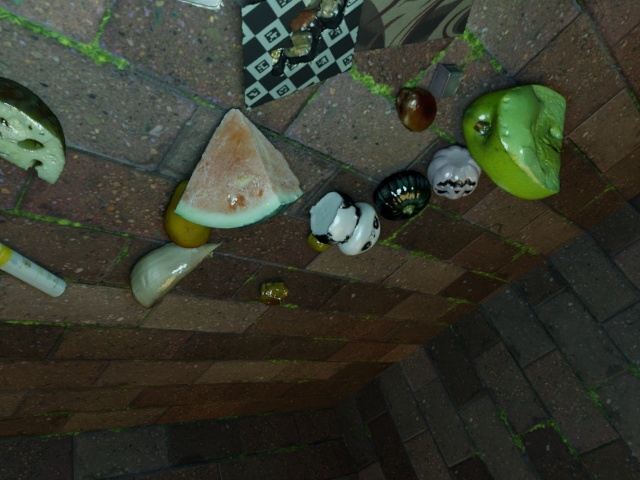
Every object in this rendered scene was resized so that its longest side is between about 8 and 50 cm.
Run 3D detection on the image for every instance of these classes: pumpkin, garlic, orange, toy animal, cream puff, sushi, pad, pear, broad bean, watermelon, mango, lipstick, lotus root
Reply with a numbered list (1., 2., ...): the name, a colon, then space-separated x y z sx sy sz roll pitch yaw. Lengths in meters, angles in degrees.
1. pumpkin: 0.281 -0.149 1.521 0.201 0.140 0.202 -10 148 -6
2. garlic: -0.477 0.082 1.427 0.338 0.151 0.196 -40 171 11
3. orange: 0.000 0.000 1.612 0.095 0.085 0.085 20 127 -43
4. toy animal: 0.095 -0.052 1.498 0.235 0.165 0.187 24 92 -30
5. cream puff: -0.188 0.207 1.781 0.122 0.094 0.116 -9 147 21
6. sushi: -0.051 -0.448 0.986 0.293 0.059 0.292 -25 162 -15
7. pad: 0.228 -0.565 1.048 0.329 0.004 0.220 -15 145 -13
8. pear: 0.566 -0.317 1.357 0.317 0.343 0.238 21 162 -22
9. broad bean: 0.277 -0.372 1.271 0.165 0.085 0.114 9 132 -47
10. watermelon: -0.213 -0.143 1.127 0.282 0.251 0.293 1 139 34
11. mango: -0.376 -0.070 1.265 0.138 0.113 0.253 -9 141 -21
12. lipstick: -0.832 0.082 1.249 0.059 0.059 0.264 -24 146 1
13. lotus root: -0.617 -0.230 0.901 0.138 0.119 0.235 -29 144 8

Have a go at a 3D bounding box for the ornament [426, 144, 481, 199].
1. ornament: 0.448 -0.224 1.496 0.177 0.178 0.178 -16 145 -11

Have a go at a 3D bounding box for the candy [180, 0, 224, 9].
1. candy: -0.239 -0.507 0.733 0.195 0.137 0.185 -1 140 -32

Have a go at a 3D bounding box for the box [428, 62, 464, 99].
1. box: 0.352 -0.446 1.239 0.063 0.060 0.085 -14 144 -22
